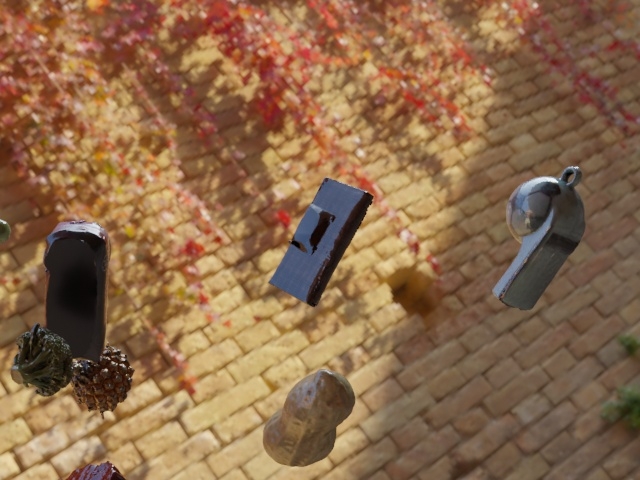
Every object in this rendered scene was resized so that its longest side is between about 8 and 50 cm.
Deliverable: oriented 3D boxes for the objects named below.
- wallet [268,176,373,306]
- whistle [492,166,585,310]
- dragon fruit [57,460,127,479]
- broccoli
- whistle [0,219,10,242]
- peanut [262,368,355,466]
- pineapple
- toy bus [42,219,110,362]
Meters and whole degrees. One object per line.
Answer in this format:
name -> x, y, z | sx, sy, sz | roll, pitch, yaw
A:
wallet -> 0.000, 0.000, 1.813 | 0.042, 0.124, 0.230 | 29, -93, -49
whistle -> 0.421, -0.022, 1.948 | 0.289, 0.163, 0.163 | -58, -25, 18
dragon fruit -> -0.351, 0.555, 1.532 | 0.228, 0.286, 0.329 | -25, 23, 24
broccoli -> -0.523, 0.229, 1.864 | 0.131, 0.130, 0.120 | -35, 0, 42
whistle -> -0.506, -0.035, 1.281 | 0.105, 0.227, 0.085 | -51, -8, -27
peanut -> -0.015, 0.306, 1.695 | 0.124, 0.123, 0.256 | -22, -22, -39
pineapple -> -0.555, 0.326, 2.403 | 0.161, 0.176, 0.137 | -33, -36, 18
toy bus -> -0.503, 0.101, 2.056 | 0.128, 0.147, 0.302 | 5, -68, -5
